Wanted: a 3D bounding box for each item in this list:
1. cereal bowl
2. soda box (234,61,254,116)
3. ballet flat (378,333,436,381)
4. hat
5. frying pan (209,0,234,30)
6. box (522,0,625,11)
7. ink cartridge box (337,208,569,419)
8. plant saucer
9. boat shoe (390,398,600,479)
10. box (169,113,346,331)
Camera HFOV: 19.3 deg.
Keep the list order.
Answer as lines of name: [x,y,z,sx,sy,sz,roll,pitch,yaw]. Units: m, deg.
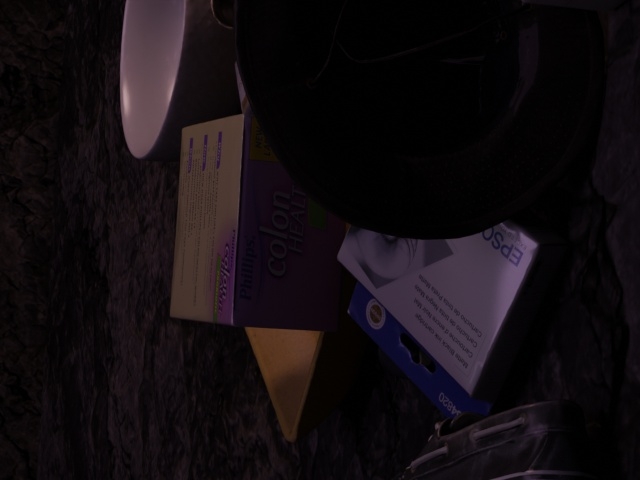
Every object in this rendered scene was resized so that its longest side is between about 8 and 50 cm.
cereal bowl: [-0.162,-0.267,2.489,0.339,0.141,0.339,-176,90,-70]
soda box: [0.031,-0.158,1.811,0.074,0.216,0.069,118,149,-49]
ballet flat: [0.106,0.047,1.790,0.074,0.074,0.203,-122,41,-59]
hat: [0.083,-0.165,1.624,0.134,0.331,0.331,-43,-42,-86]
frying pan: [-0.022,-0.319,1.929,0.197,0.053,0.326,-24,38,23]
box: [0.215,-0.251,1.504,0.102,0.087,0.101,139,132,-64]
ink cartridge box: [0.103,0.036,1.697,0.223,0.045,0.224,45,125,41]
plant saucer: [0.000,0.000,2.075,0.333,0.081,0.333,-114,35,-53]
boat shoe: [0.138,0.209,1.628,0.335,0.121,0.119,-24,55,56]
box: [-0.066,-0.017,1.973,0.243,0.117,0.214,178,96,-71]
